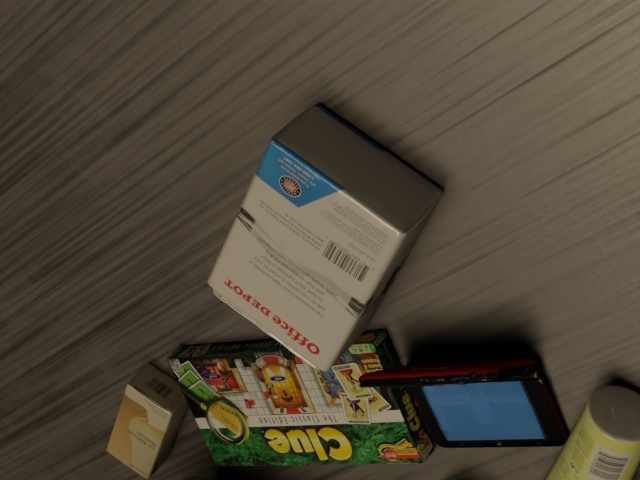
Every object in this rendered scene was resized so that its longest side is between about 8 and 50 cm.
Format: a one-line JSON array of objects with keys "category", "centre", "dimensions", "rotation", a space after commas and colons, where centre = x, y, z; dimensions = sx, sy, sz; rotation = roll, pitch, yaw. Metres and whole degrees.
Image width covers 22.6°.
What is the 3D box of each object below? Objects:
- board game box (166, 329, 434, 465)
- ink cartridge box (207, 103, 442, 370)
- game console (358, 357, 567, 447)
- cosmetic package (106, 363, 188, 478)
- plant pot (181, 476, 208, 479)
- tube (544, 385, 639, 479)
[{"category": "board game box", "centre": [-0.023, 0.157, 1.559], "dimensions": [0.259, 0.030, 0.136], "rotation": [-8, 117, 38]}, {"category": "ink cartridge box", "centre": [0.000, 0.000, 1.398], "dimensions": [0.139, 0.082, 0.191], "rotation": [36, 135, 9]}, {"category": "game console", "centre": [0.125, 0.150, 1.416], "dimensions": [0.144, 0.124, 0.085], "rotation": [-7, 89, 37]}, {"category": "cosmetic package", "centre": [-0.180, 0.190, 1.679], "dimensions": [0.060, 0.041, 0.115], "rotation": [32, 132, 12]}, {"category": "plant pot", "centre": [-0.092, 0.386, 1.624], "dimensions": [0.254, 0.276, 0.276], "rotation": [38, 135, 22]}, {"category": "tube", "centre": [0.230, 0.223, 1.415], "dimensions": [0.062, 0.070, 0.240], "rotation": [-1, 136, -14]}]
